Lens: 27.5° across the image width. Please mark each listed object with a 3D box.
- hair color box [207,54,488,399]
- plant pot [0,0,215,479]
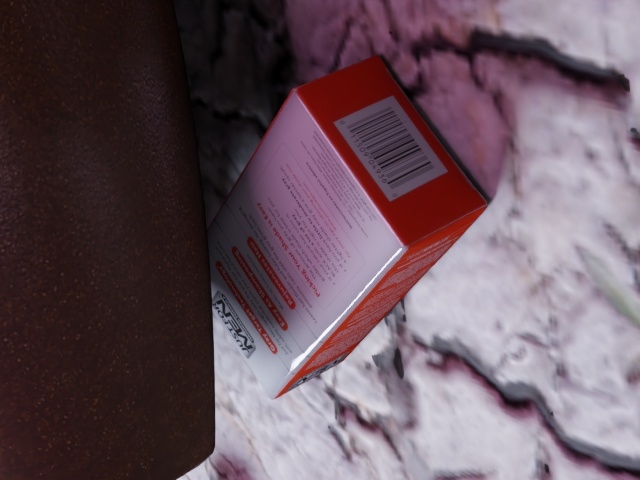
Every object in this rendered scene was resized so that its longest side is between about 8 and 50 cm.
[{"bbox_3d":[0.000,0.000,0.506,0.072,0.043,0.141,56,146,12],"label":"hair color box"},{"bbox_3d":[-0.131,-0.006,0.504,0.215,0.215,0.230,-18,93,57],"label":"plant pot"}]
